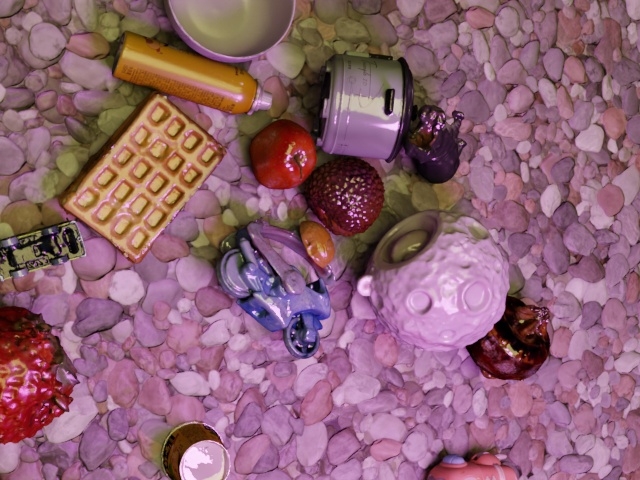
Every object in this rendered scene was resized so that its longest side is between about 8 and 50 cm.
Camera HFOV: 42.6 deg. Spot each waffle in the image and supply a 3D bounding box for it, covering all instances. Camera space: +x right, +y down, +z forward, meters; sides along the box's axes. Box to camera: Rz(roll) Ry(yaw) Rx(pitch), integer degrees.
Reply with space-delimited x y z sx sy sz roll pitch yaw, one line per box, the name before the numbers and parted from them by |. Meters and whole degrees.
waffle | -0.380 -0.137 1.766 0.224 0.098 0.327 40 80 -18

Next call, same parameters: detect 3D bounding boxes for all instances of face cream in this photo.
face cream | -0.270 -0.353 1.793 0.349 0.105 0.105 15 87 -22

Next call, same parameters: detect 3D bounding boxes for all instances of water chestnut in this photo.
water chestnut | 0.477 0.241 2.071 0.224 0.238 0.223 24 41 -22

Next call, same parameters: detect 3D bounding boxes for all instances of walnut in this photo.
walnut | 0.000 0.000 1.895 0.052 0.091 0.121 -29 79 21

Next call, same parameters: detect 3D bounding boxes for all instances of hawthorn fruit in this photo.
hawthorn fruit | -0.071 -0.191 1.830 0.163 0.203 0.162 -1 93 -26

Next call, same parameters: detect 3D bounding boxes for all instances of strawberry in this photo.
strawberry | -0.665 0.272 1.576 0.351 0.312 0.267 -17 78 -3

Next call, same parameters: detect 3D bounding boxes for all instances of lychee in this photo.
lychee | 0.066 -0.109 1.905 0.188 0.188 0.188 -1 93 -22

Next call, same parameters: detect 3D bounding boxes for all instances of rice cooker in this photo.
rice cooker | 0.109 -0.304 1.869 0.227 0.280 0.241 6 88 -6

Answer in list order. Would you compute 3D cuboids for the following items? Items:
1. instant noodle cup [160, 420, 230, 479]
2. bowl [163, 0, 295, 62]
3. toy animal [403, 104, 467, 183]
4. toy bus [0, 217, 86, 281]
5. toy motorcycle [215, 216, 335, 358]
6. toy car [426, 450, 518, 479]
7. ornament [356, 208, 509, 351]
instant noodle cup | -0.269 0.488 1.825 0.151 0.122 0.151 -1 91 -25
bowl | -0.211 -0.518 1.781 0.287 0.144 0.287 2 86 -24
toy animal | 0.266 -0.237 1.925 0.106 0.343 0.168 19 89 18
toy bus | -0.578 0.016 1.686 0.175 0.101 0.088 -17 99 -16
toy motorcycle | -0.077 0.091 1.852 0.319 0.182 0.241 46 76 -16
toy car | 0.380 0.646 2.079 0.271 0.180 0.212 1 82 -23
ornament | 0.276 0.101 1.922 0.337 0.337 0.337 -1 93 -22
